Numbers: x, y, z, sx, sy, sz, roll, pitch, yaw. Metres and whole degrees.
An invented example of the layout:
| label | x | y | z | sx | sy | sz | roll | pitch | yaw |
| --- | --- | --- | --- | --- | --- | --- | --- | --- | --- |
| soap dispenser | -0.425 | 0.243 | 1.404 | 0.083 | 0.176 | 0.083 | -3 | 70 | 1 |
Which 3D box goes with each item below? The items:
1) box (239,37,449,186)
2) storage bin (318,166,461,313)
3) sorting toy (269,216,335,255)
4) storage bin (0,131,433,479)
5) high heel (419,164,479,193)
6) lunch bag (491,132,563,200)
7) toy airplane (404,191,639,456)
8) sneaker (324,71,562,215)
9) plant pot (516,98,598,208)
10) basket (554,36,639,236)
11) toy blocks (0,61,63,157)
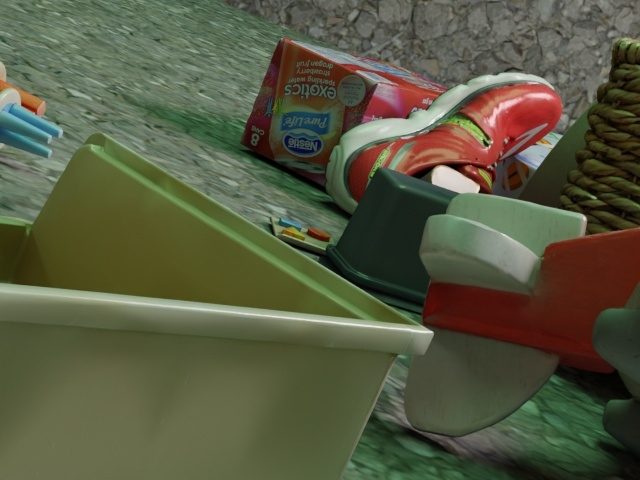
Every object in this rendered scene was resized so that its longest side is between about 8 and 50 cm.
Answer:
| label | x | y | z | sx | sy | sz | roll | pitch | yaw |
| --- | --- | --- | --- | --- | --- | --- | --- | --- | --- |
| box | 0.048 | -0.122 | 1.798 | 0.128 | 0.122 | 0.257 | 28 | 13 | 27 |
| storage bin | 0.080 | 0.001 | 1.361 | 0.135 | 0.091 | 0.098 | 19 | 13 | -22 |
| sorting toy | 0.000 | 0.000 | 1.416 | 0.083 | 0.012 | 0.062 | 19 | 11 | -13 |
| storage bin | -0.143 | 0.028 | 0.727 | 0.260 | 0.123 | 0.262 | 31 | 15 | 37 |
| high heel | 0.147 | 0.032 | 1.475 | 0.244 | 0.117 | 0.082 | 31 | 50 | -23 |
| lunch bag | 0.308 | -0.016 | 1.833 | 0.303 | 0.115 | 0.243 | 22 | 15 | 0 |
| toy airplane | 0.235 | 0.078 | 0.990 | 0.386 | 0.272 | 0.384 | 3 | -17 | -37 |
| sneaker | 0.137 | -0.073 | 1.663 | 0.279 | 0.107 | 0.118 | -25 | 49 | -28 |
| plant pot | 0.347 | 0.006 | 1.550 | 0.274 | 0.256 | 0.256 | 42 | 17 | 17 |
| basket | 0.349 | 0.000 | 1.320 | 0.299 | 0.223 | 0.213 | 23 | 7 | 31 |
| toy blocks | -0.255 | -0.105 | 1.318 | 0.148 | 0.054 | 0.123 | 24 | 12 | 11 |
